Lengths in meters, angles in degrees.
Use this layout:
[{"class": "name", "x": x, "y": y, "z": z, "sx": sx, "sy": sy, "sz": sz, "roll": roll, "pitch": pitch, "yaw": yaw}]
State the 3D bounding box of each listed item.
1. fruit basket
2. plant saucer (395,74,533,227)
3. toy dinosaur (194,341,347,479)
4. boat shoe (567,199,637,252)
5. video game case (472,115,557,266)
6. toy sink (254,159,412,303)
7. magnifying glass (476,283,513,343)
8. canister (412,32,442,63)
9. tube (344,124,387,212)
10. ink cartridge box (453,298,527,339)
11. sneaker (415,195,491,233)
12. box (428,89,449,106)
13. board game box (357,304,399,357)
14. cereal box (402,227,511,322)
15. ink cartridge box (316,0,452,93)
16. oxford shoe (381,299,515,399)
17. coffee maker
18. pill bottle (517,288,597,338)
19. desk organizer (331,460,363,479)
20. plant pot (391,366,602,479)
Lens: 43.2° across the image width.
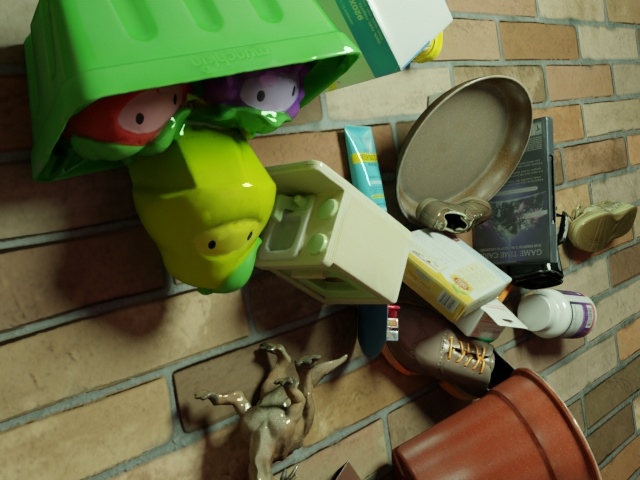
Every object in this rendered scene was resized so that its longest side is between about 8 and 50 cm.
[{"class": "fruit basket", "x": -0.145, "y": -0.121, "z": 0.963, "sx": 0.392, "sy": 0.283, "sz": 0.392, "roll": 9, "pitch": 70, "yaw": -27}, {"class": "plant saucer", "x": 0.250, "y": -0.164, "z": 1.456, "sx": 0.310, "sy": 0.050, "sz": 0.310, "roll": -24, "pitch": 137, "yaw": -24}, {"class": "toy dinosaur", "x": -0.059, "y": 0.269, "z": 1.142, "sx": 0.296, "sy": 0.127, "sz": 0.200, "roll": -36, "pitch": 120, "yaw": -56}, {"class": "boat shoe", "x": 0.678, "y": -0.042, "z": 1.990, "sx": 0.285, "sy": 0.089, "sz": 0.104, "roll": -11, "pitch": 121, "yaw": -44}, {"class": "video game case", "x": 0.372, "y": -0.088, "z": 1.573, "sx": 0.026, "sy": 0.196, "sz": 0.274, "roll": 1, "pitch": 85, "yaw": -35}, {"class": "toy sink", "x": 0.000, "y": 0.000, "z": 1.199, "sx": 0.234, "sy": 0.153, "sz": 0.131, "roll": 36, "pitch": 62, "yaw": -40}, {"class": "magnifying glass", "x": 0.340, "y": 0.133, "z": 1.619, "sx": 0.092, "sy": 0.026, "sz": 0.231, "roll": 37, "pitch": 40, "yaw": 11}, {"class": "canister", "x": 0.140, "y": -0.402, "z": 1.444, "sx": 0.170, "sy": 0.073, "sz": 0.126, "roll": 11, "pitch": 78, "yaw": -44}, {"class": "tube", "x": 0.080, "y": -0.094, "z": 1.374, "sx": 0.080, "sy": 0.052, "sz": 0.207, "roll": -6, "pitch": 85, "yaw": -59}, {"class": "ink cartridge box", "x": 0.274, "y": 0.121, "z": 1.463, "sx": 0.104, "sy": 0.181, "sz": 0.061, "roll": 12, "pitch": 117, "yaw": -45}, {"class": "sneaker", "x": 0.257, "y": -0.036, "z": 1.481, "sx": 0.188, "sy": 0.071, "sz": 0.066, "roll": -2, "pitch": 127, "yaw": -37}, {"class": "box", "x": 0.268, "y": -0.229, "z": 1.553, "sx": 0.102, "sy": 0.087, "sz": 0.101, "roll": 12, "pitch": 77, "yaw": -45}, {"class": "board game box", "x": 0.099, "y": 0.106, "z": 1.308, "sx": 0.033, "sy": 0.133, "sz": 0.168, "roll": 5, "pitch": 81, "yaw": -16}, {"class": "cereal box", "x": 0.217, "y": 0.049, "z": 1.394, "sx": 0.240, "sy": 0.173, "sz": 0.047, "roll": -12, "pitch": 137, "yaw": -59}, {"class": "ink cartridge box", "x": 0.037, "y": -0.337, "z": 1.210, "sx": 0.171, "sy": 0.233, "sz": 0.168, "roll": -49, "pitch": 119, "yaw": -37}, {"class": "oxford shoe", "x": 0.235, "y": 0.193, "z": 1.446, "sx": 0.364, "sy": 0.133, "sz": 0.130, "roll": 30, "pitch": 66, "yaw": -41}, {"class": "coffee maker", "x": 0.427, "y": 0.002, "z": 1.675, "sx": 0.171, "sy": 0.120, "sz": 0.178, "roll": 12, "pitch": 65, "yaw": -29}, {"class": "pill bottle", "x": 0.514, "y": 0.161, "z": 1.766, "sx": 0.193, "sy": 0.108, "sz": 0.108, "roll": 8, "pitch": 80, "yaw": -46}, {"class": "desk organizer", "x": 0.009, "y": 0.403, "z": 1.248, "sx": 0.130, "sy": 0.047, "sz": 0.050, "roll": -49, "pitch": 118, "yaw": -38}, {"class": "plant pot", "x": 0.277, "y": 0.388, "z": 1.345, "sx": 0.265, "sy": 0.272, "sz": 0.272, "roll": -22, "pitch": 105, "yaw": -9}]
